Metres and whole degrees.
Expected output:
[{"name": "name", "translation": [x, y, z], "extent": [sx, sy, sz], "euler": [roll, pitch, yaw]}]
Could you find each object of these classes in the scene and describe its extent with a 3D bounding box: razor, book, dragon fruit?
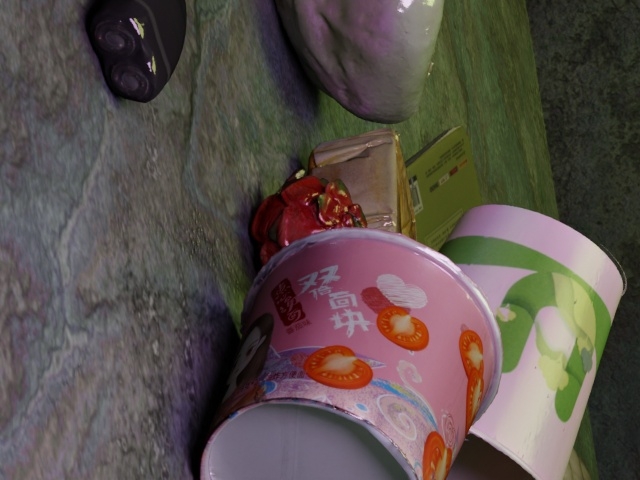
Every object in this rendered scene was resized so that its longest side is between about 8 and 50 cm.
[{"name": "razor", "translation": [-0.144, -0.181, 1.534], "extent": [0.148, 0.054, 0.090], "euler": [-77, 156, -56]}, {"name": "book", "translation": [0.158, 0.051, 2.399], "extent": [0.239, 0.035, 0.352], "euler": [-37, 120, -53]}, {"name": "dragon fruit", "translation": [-0.006, -0.004, 1.804], "extent": [0.130, 0.121, 0.142], "euler": [-60, 178, -16]}]

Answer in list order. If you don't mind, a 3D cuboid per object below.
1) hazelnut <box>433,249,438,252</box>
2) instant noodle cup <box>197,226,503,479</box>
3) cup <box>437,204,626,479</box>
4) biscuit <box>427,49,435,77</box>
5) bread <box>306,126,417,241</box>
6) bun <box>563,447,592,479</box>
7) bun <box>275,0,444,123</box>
[{"name": "hazelnut", "translation": [0.114, 0.087, 2.163], "extent": [0.143, 0.143, 0.154], "euler": [-66, 159, -65]}, {"name": "instant noodle cup", "translation": [0.017, 0.145, 1.576], "extent": [0.231, 0.243, 0.243], "euler": [-63, 140, -56]}, {"name": "cup", "translation": [0.170, 0.125, 1.870], "extent": [0.274, 0.253, 0.253], "euler": [-61, 146, -26]}, {"name": "biscuit", "translation": [0.102, -0.283, 2.487], "extent": [0.281, 0.084, 0.179], "euler": [-72, 152, -58]}, {"name": "bread", "translation": [0.044, 0.003, 1.997], "extent": [0.192, 0.110, 0.210], "euler": [71, 16, -50]}, {"name": "bun", "translation": [0.222, 0.360, 2.187], "extent": [0.360, 0.211, 0.359], "euler": [-10, 90, -76]}, {"name": "bun", "translation": [0.036, -0.275, 2.049], "extent": [0.293, 0.187, 0.293], "euler": [-175, -90, -87]}]
